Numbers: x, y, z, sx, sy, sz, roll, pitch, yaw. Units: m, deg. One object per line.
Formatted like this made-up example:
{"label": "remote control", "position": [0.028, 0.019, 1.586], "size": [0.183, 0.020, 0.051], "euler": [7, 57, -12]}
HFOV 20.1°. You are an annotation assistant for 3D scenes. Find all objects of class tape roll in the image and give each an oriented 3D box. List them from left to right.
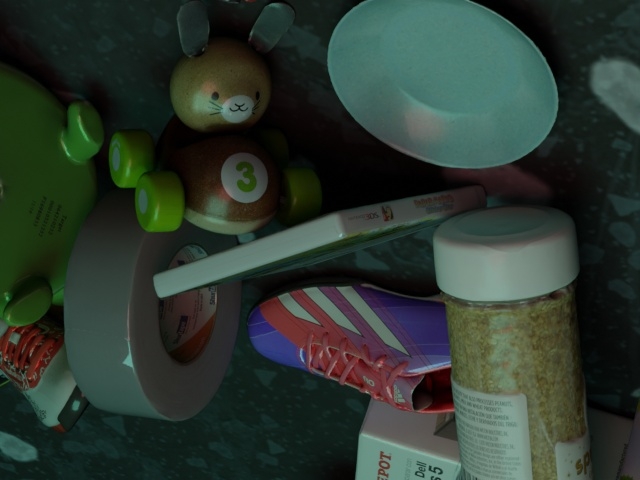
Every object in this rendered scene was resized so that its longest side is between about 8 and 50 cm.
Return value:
{"label": "tape roll", "position": [-0.153, 0.057, 1.685], "size": [0.072, 0.219, 0.219], "euler": [4, 138, 25]}

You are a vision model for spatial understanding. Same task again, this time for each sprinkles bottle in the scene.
{"label": "sprinkles bottle", "position": [0.174, 0.152, 1.557], "size": [0.121, 0.121, 0.355], "euler": [1, 110, 26]}

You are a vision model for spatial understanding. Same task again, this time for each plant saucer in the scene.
{"label": "plant saucer", "position": [0.103, -0.139, 1.472], "size": [0.195, 0.037, 0.195], "euler": [15, 141, 12]}

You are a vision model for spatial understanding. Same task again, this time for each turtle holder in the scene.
{"label": "turtle holder", "position": [-0.326, -0.048, 1.676], "size": [0.227, 0.320, 0.243], "euler": [2, 94, 46]}

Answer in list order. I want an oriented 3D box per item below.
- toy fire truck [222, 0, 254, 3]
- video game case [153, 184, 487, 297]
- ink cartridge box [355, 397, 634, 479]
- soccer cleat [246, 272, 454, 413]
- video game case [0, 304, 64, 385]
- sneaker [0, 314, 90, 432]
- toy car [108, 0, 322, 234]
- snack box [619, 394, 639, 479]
{"label": "toy fire truck", "position": [-0.150, -0.226, 1.458], "size": [0.192, 0.047, 0.135], "euler": [5, -172, -14]}
{"label": "video game case", "position": [0.000, 0.000, 1.582], "size": [0.227, 0.206, 0.026], "euler": [-18, 86, 41]}
{"label": "ink cartridge box", "position": [0.176, 0.242, 1.819], "size": [0.273, 0.114, 0.198], "euler": [15, 141, 10]}
{"label": "soccer cleat", "position": [0.062, 0.108, 1.718], "size": [0.318, 0.116, 0.108], "euler": [2, 137, 24]}
{"label": "video game case", "position": [-0.392, 0.045, 1.929], "size": [0.275, 0.035, 0.248], "euler": [37, 140, -23]}
{"label": "sneaker", "position": [-0.296, 0.108, 1.781], "size": [0.145, 0.090, 0.270], "euler": [35, 175, -13]}
{"label": "toy car", "position": [-0.079, -0.114, 1.523], "size": [0.155, 0.149, 0.188], "euler": [-3, 121, -25]}
{"label": "snack box", "position": [0.355, 0.187, 1.589], "size": [0.174, 0.207, 0.070], "euler": [-22, 124, 41]}
